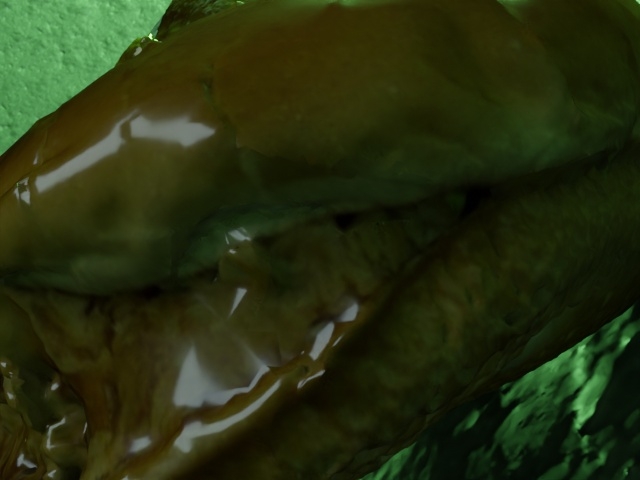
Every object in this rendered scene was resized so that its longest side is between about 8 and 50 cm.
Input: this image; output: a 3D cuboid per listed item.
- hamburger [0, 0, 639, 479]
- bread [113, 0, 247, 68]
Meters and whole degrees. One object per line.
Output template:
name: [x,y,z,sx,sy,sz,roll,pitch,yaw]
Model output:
hamburger: [0.000,0.000,0.466,0.314,0.170,0.289,-21,-1,-43]
bread: [-0.069,-0.111,0.921,0.195,0.176,0.246,-42,22,27]
